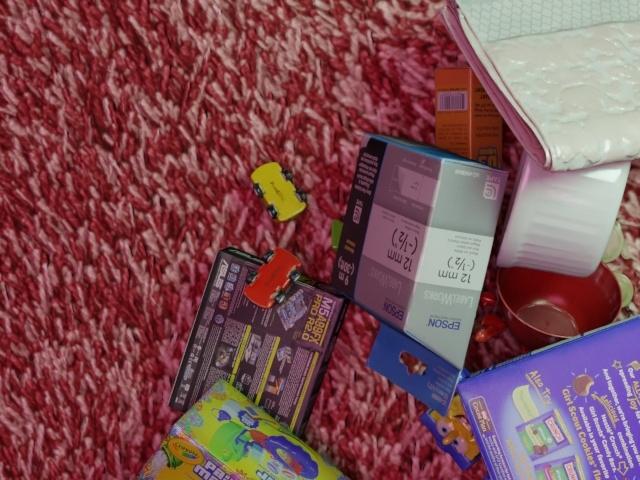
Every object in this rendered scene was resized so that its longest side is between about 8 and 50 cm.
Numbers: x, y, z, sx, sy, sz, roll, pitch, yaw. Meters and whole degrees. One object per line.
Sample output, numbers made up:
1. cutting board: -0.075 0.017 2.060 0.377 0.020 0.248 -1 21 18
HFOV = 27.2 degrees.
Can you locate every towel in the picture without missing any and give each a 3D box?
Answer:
1. towel: 0.362 -0.229 1.740 0.317 0.331 0.053 63 151 32

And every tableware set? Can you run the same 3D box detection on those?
1. tableware set: 0.459 0.033 1.920 0.168 0.020 0.141 -6 93 17

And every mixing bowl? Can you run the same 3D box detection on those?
1. mixing bowl: 0.332 0.098 1.899 0.181 0.181 0.098 22 138 12

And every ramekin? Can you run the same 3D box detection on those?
1. ramekin: 0.338 -0.082 1.816 0.135 0.277 0.277 15 99 6

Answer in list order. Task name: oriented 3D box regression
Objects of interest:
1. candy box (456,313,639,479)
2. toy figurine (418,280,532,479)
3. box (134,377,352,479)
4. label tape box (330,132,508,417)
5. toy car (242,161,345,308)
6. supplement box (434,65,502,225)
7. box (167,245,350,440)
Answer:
1. candy box: 0.376 0.254 1.738 0.317 0.122 0.268 -21 87 11
2. toy figurine: 0.263 0.268 1.960 0.362 0.191 0.217 49 133 8
3. box: -0.138 0.421 1.997 0.290 0.177 0.279 38 117 5
4. label tape box: 0.118 0.041 1.846 0.115 0.249 0.348 11 98 -26
5. toy car: 0.000 0.000 2.001 0.225 0.053 0.239 2 67 0
6. supplement box: 0.217 -0.136 1.926 0.080 0.078 0.233 8 100 47
7. box: -0.096 0.172 2.060 0.216 0.060 0.270 20 100 12
